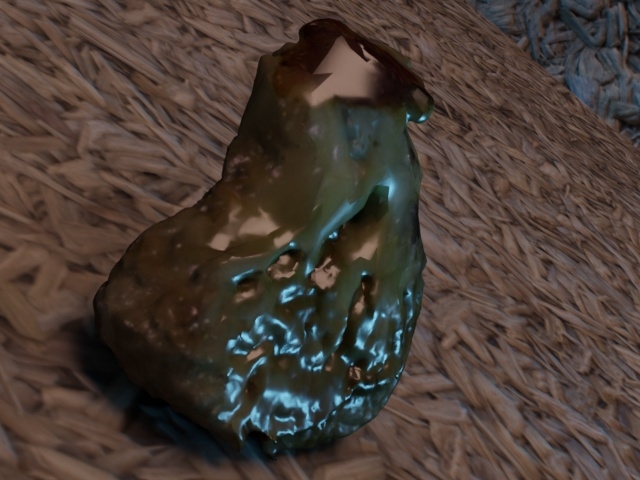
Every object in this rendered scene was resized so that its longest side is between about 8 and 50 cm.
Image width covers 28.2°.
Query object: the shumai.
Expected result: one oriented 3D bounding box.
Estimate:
[{"bbox_3d":[0.003,-0.002,1.006,0.217,0.283,0.346,45,21,27],"label":"shumai"}]
